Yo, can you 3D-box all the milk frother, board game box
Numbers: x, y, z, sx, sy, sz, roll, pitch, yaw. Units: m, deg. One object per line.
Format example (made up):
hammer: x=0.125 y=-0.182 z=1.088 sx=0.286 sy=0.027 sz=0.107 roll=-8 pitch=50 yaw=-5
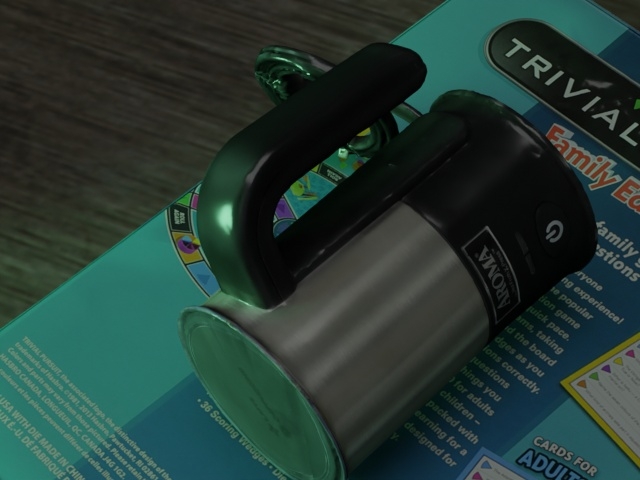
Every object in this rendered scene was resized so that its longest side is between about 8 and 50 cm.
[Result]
milk frother: x=0.000 y=0.000 z=0.685 sx=0.135 sy=0.129 sz=0.143 roll=-39 pitch=15 yaw=-23
board game box: x=0.052 y=0.055 z=0.736 sx=0.336 sy=0.079 sz=0.254 roll=-37 pitch=58 yaw=-22
